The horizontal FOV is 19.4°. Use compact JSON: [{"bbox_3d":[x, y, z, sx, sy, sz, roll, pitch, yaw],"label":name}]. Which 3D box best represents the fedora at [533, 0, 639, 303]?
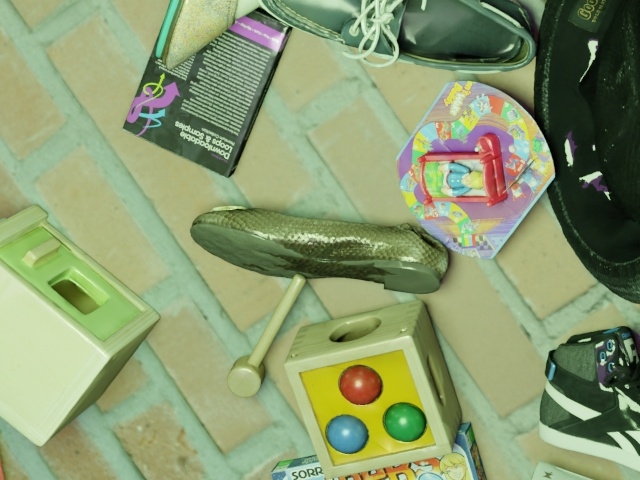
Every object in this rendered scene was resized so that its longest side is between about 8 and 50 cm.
[{"bbox_3d":[0.307,-0.113,1.590,0.153,0.334,0.334,-10,102,-18],"label":"fedora"}]

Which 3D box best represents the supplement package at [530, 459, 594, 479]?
[{"bbox_3d":[0.283,0.346,1.688,0.262,0.204,0.145,18,121,10],"label":"supplement package"}]

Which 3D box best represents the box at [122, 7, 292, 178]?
[{"bbox_3d":[-0.107,-0.154,1.775,0.116,0.029,0.162,26,106,8],"label":"box"}]

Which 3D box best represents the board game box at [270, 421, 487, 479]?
[{"bbox_3d":[0.066,0.263,1.825,0.201,0.035,0.136,-14,99,17],"label":"board game box"}]

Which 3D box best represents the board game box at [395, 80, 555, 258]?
[{"bbox_3d":[0.129,-0.061,1.704,0.133,0.033,0.168,45,127,14],"label":"board game box"}]

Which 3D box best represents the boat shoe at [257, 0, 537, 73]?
[{"bbox_3d":[0.068,-0.198,1.652,0.255,0.079,0.095,16,110,-13],"label":"boat shoe"}]

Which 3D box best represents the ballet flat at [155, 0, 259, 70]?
[{"bbox_3d":[-0.056,-0.292,1.681,0.106,0.107,0.316,18,100,-3],"label":"ballet flat"}]

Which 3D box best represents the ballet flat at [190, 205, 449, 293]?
[{"bbox_3d":[0.000,0.000,1.771,0.250,0.084,0.058,8,65,15],"label":"ballet flat"}]

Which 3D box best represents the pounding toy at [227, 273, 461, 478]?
[{"bbox_3d":[0.004,0.127,1.762,0.206,0.094,0.181,-14,110,17],"label":"pounding toy"}]

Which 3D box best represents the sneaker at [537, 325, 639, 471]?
[{"bbox_3d":[0.294,0.141,1.690,0.217,0.079,0.121,10,107,33],"label":"sneaker"}]

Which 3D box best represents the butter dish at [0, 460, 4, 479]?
[{"bbox_3d":[-0.419,0.209,1.891,0.160,0.118,0.160,-7,101,16],"label":"butter dish"}]

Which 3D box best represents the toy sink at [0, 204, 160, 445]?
[{"bbox_3d":[-0.295,0.059,1.808,0.234,0.153,0.131,39,109,4],"label":"toy sink"}]
